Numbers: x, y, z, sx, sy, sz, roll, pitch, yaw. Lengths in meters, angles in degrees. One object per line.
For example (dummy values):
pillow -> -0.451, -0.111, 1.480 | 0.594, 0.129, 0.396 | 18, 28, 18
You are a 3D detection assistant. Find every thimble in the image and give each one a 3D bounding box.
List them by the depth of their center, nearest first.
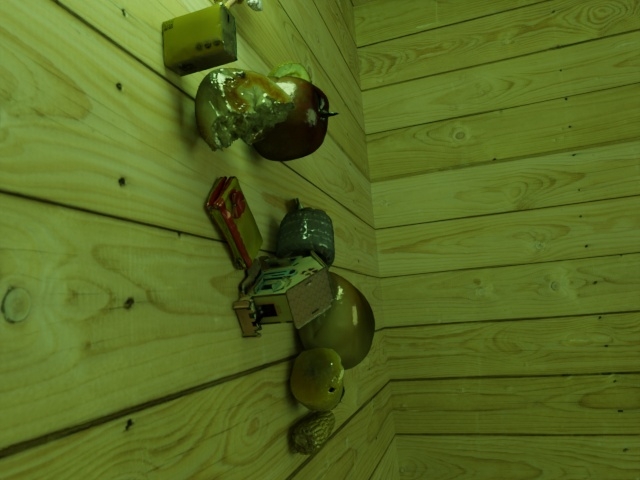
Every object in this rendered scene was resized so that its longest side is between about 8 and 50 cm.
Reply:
thimble -> -0.045, 0.007, 1.618 | 0.236, 0.205, 0.172 | 57, 29, -53

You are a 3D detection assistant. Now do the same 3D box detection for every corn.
corn -> -0.015, 0.660, 1.623 | 0.305, 0.106, 0.106 | 23, 61, -73

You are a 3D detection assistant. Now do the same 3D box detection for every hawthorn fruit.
hawthorn fruit -> -0.088, -0.388, 1.484 | 0.268, 0.301, 0.267 | -4, 90, -85

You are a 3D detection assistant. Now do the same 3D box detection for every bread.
bread -> -0.231, -0.352, 1.229 | 0.192, 0.171, 0.314 | 46, 41, 0
bread -> -0.006, 0.475, 1.584 | 0.170, 0.197, 0.197 | 70, 20, -48
bread -> -0.115, -0.499, 1.657 | 0.124, 0.186, 0.256 | -99, 180, -71
bread -> 0.071, 0.309, 1.788 | 0.376, 0.253, 0.347 | 52, 33, -57

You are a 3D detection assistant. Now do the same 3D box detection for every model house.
model house -> -0.086, 0.137, 1.379 | 0.326, 0.245, 0.169 | -56, 138, -63

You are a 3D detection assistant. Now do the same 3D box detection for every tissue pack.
tissue pack -> -0.287, -0.475, 1.106 | 0.082, 0.169, 0.119 | 10, 74, -69

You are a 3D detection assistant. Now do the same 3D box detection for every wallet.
wallet -> -0.229, -0.045, 1.288 | 0.141, 0.067, 0.241 | -75, 152, -48

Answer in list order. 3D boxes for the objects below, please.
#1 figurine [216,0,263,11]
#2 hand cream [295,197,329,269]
figurine -> -0.251, -0.805, 1.448 | 0.174, 0.116, 0.239 | 59, 35, -48
hand cream -> -0.041, -0.019, 1.810 | 0.147, 0.093, 0.305 | -134, -153, -82
